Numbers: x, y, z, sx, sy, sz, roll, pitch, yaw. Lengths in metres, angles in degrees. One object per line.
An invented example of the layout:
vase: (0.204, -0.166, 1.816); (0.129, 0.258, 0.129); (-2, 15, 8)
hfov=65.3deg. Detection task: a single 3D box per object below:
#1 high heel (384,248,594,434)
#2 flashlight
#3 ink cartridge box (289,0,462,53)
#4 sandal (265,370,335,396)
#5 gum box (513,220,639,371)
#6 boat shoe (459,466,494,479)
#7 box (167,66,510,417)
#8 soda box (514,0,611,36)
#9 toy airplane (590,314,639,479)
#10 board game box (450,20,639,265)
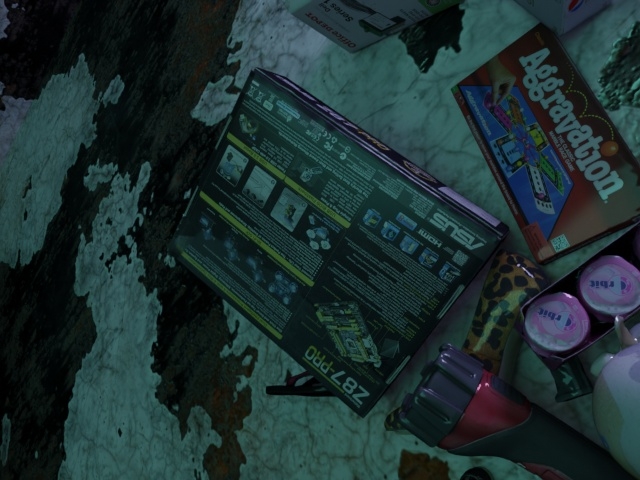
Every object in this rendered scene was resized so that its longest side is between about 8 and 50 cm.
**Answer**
high heel: (0.175, 0.133, 0.629); (0.261, 0.093, 0.186); (-28, 61, 27)
flashlight: (0.227, 0.227, 0.491); (0.304, 0.103, 0.103); (35, 69, 12)
ink cartridge box: (0.081, -0.393, 0.763); (0.220, 0.160, 0.092); (-11, 75, 41)
sandal: (-0.022, 0.229, 0.804); (0.179, 0.067, 0.040); (-15, 61, 42)
gum box: (0.279, 0.052, 0.489); (0.188, 0.107, 0.062); (-37, 64, 3)
boat shoe: (0.205, 0.341, 0.593); (0.049, 0.042, 0.133); (-37, 61, 29)
box: (0.000, 0.000, 0.700); (0.395, 0.097, 0.318); (37, 111, 16)
soda box: (0.268, -0.360, 0.637); (0.074, 0.069, 0.216); (-33, 59, 5)
toy airplane: (0.286, 0.144, 0.264); (0.272, 0.386, 0.384); (41, 72, 3)
board game box: (0.280, -0.125, 0.625); (0.145, 0.027, 0.281); (-33, 61, 31)
